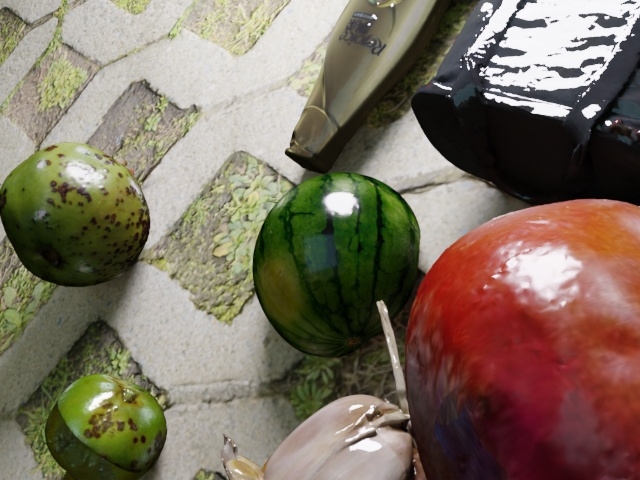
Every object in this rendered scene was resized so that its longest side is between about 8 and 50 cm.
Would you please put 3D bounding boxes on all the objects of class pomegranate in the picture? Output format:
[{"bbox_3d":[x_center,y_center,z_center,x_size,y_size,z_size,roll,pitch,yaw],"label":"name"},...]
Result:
[{"bbox_3d":[-0.343,-0.051,0.897,0.214,0.214,0.248,-22,25,23],"label":"pomegranate"},{"bbox_3d":[-0.263,0.237,0.754,0.122,0.143,0.169,-66,1,-49],"label":"pomegranate"}]

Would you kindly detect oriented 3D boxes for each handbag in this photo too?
[{"bbox_3d":[0.224,-0.120,0.562,0.254,0.181,0.181,29,79,38],"label":"handbag"}]

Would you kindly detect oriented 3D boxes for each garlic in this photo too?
[{"bbox_3d":[0.004,0.183,0.538,0.207,0.207,0.257,-4,84,31],"label":"garlic"}]

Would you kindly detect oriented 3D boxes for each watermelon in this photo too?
[{"bbox_3d":[0.002,0.006,0.680,0.204,0.127,0.232,-16,56,30],"label":"watermelon"}]

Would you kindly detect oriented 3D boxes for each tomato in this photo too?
[{"bbox_3d":[0.151,0.138,0.418,0.290,0.176,0.335,112,147,-45],"label":"tomato"}]

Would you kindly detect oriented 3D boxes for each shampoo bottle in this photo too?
[{"bbox_3d":[0.067,-0.246,0.775,0.125,0.084,0.350,30,88,36],"label":"shampoo bottle"}]
